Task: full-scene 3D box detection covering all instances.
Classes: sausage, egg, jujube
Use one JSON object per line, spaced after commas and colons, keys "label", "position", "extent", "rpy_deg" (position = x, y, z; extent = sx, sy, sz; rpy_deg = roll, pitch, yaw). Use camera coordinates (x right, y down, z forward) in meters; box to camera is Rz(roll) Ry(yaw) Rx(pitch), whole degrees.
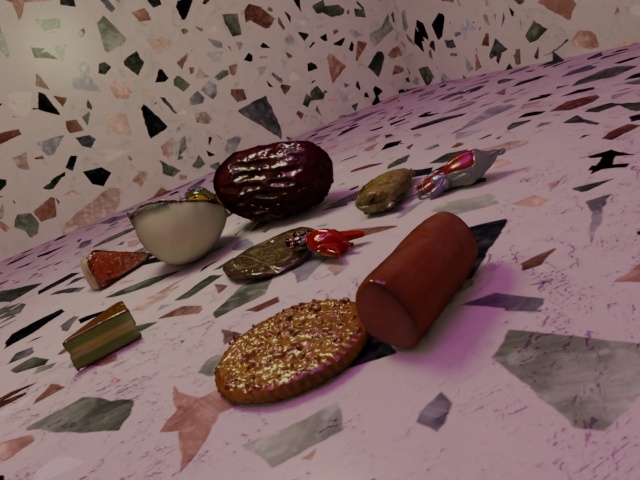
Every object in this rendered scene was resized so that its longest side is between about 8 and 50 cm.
{"label": "sausage", "position": [0.152, 0.045, 0.777], "extent": [0.113, 0.114, 0.259], "rpy_deg": [-6, 21, 40]}
{"label": "egg", "position": [-0.394, -0.015, 1.522], "extent": [0.264, 0.174, 0.286], "rpy_deg": [-9, -3, -1]}
{"label": "jujube", "position": [-0.141, -0.180, 1.604], "extent": [0.376, 0.258, 0.258], "rpy_deg": [3, 27, 27]}

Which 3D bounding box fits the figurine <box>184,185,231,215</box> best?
{"label": "figurine", "position": [-0.412, -0.148, 1.975], "extent": [0.166, 0.141, 0.250], "rpy_deg": [-11, 20, 34]}

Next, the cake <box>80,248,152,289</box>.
{"label": "cake", "position": [-0.644, 0.056, 1.665], "extent": [0.086, 0.117, 0.220], "rpy_deg": [-15, 18, 39]}

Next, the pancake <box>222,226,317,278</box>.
{"label": "pancake", "position": [-0.113, 0.030, 1.267], "extent": [0.250, 0.031, 0.250], "rpy_deg": [-19, 17, 6]}

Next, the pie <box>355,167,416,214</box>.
{"label": "pie", "position": [0.174, -0.140, 1.398], "extent": [0.128, 0.068, 0.282], "rpy_deg": [-12, 15, 25]}

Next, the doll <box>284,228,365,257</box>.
{"label": "doll", "position": [0.000, 0.000, 1.158], "extent": [0.169, 0.057, 0.109], "rpy_deg": [11, 32, 34]}

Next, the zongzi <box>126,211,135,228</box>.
{"label": "zongzi", "position": [-0.500, -0.031, 1.659], "extent": [0.189, 0.178, 0.081], "rpy_deg": [-5, 41, 41]}

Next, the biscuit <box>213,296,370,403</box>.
{"label": "biscuit", "position": [-0.041, 0.154, 0.802], "extent": [0.254, 0.035, 0.254], "rpy_deg": [-18, 17, 6]}

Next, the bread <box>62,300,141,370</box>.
{"label": "bread", "position": [-0.451, 0.193, 1.096], "extent": [0.139, 0.074, 0.084], "rpy_deg": [-30, 19, -22]}

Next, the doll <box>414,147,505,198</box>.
{"label": "doll", "position": [0.330, -0.165, 1.272], "extent": [0.227, 0.075, 0.102], "rpy_deg": [-26, 29, 19]}
